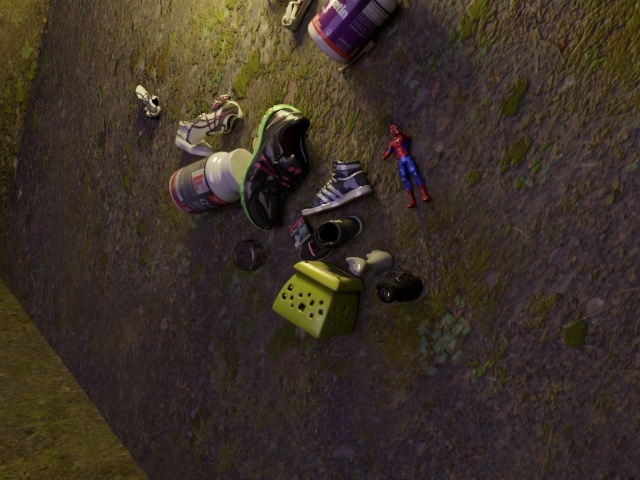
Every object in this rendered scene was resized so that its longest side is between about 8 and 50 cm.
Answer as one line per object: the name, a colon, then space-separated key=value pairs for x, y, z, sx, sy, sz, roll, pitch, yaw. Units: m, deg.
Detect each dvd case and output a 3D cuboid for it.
dvd case: x=-0.082 y=-0.040 z=1.822 sx=0.087 sy=0.013 sz=0.120 roll=-46 pitch=45 yaw=27

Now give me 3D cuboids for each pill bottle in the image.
pill bottle: x=0.121 y=-0.762 z=1.574 sx=0.323 sy=0.181 sz=0.182 roll=-42 pitch=69 yaw=29
pill bottle: x=-0.435 y=-0.243 z=1.966 sx=0.362 sy=0.210 sz=0.210 roll=-14 pitch=84 yaw=36

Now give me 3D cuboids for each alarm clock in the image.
alarm clock: x=-0.288 y=0.064 z=1.968 sx=0.192 sy=0.064 sz=0.130 roll=5 pitch=95 yaw=32

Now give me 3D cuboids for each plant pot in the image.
plant pot: x=0.005 y=0.195 z=1.671 sx=0.227 sy=0.228 sz=0.207 roll=27 pitch=101 yaw=32

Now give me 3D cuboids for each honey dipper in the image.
honey dipper: x=0.126 y=-0.642 z=1.671 sx=0.160 sy=0.030 sz=0.031 roll=-32 pitch=74 yaw=36

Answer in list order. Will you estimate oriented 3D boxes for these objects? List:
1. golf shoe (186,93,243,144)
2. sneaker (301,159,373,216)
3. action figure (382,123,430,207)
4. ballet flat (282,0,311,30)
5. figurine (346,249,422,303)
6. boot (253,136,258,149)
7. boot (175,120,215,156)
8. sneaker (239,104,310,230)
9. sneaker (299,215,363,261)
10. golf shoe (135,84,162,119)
golf shoe: x=-0.451 y=-0.486 z=2.006 sx=0.273 sy=0.105 sz=0.120 roll=-42 pitch=85 yaw=9
sneaker: x=0.041 y=-0.189 z=1.700 sx=0.282 sy=0.099 sz=0.153 roll=-20 pitch=85 yaw=27
action figure: x=0.259 y=-0.250 z=1.528 sx=0.091 sy=0.139 sz=0.281 roll=-23 pitch=76 yaw=32
ballet flat: x=-0.079 y=-0.893 z=1.779 sx=0.072 sy=0.068 sz=0.213 roll=40 pitch=113 yaw=27
figurine: x=0.197 y=0.117 z=1.534 sx=0.215 sy=0.209 sz=0.092 roll=42 pitch=114 yaw=27
boot: x=-0.234 y=-0.345 z=1.924 sx=0.084 sy=0.059 sz=0.158 roll=1 pitch=97 yaw=53
boot: x=-0.555 y=-0.456 z=2.113 sx=0.258 sy=0.095 sz=0.124 roll=24 pitch=112 yaw=33
sneaker: x=-0.163 y=-0.263 z=1.793 sx=0.202 sy=0.185 sz=0.483 roll=23 pitch=106 yaw=36
sneaker: x=0.000 y=-0.001 z=1.708 sx=0.295 sy=0.146 sz=0.105 roll=-32 pitch=76 yaw=33
golf shoe: x=-0.831 y=-0.687 z=2.323 sx=0.093 sy=0.077 sz=0.198 roll=-34 pitch=79 yaw=20
